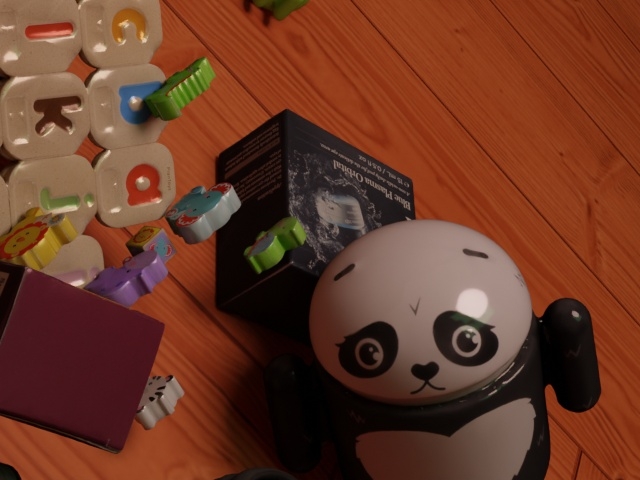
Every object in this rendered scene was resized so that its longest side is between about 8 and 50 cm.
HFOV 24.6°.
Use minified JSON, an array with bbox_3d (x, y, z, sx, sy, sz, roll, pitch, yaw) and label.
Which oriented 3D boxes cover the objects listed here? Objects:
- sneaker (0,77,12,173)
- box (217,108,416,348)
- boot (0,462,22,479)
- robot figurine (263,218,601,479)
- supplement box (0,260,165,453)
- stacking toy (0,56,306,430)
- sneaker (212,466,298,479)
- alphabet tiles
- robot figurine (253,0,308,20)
[{"bbox_3d":[-0.224,-0.161,1.088,0.121,0.099,0.262,4,63,-53],"label":"sneaker"},{"bbox_3d":[0.000,0.000,1.231,0.156,0.093,0.158,26,47,-36],"label":"box"},{"bbox_3d":[-0.290,0.138,0.769,0.161,0.246,0.083,86,-4,-60],"label":"boot"},{"bbox_3d":[0.087,0.117,1.121,0.209,0.173,0.278,-38,134,-29],"label":"robot figurine"},{"bbox_3d":[-0.194,0.058,0.861,0.104,0.188,0.081,28,77,-41],"label":"supplement box"},{"bbox_3d":[-0.107,0.002,1.032,0.221,0.052,0.167,-48,125,-29],"label":"stacking toy"},{"bbox_3d":[-0.012,0.273,0.967,0.296,0.147,0.104,52,34,-10],"label":"sneaker"},{"bbox_3d":[-0.216,-0.078,0.968,0.278,0.021,0.284,-14,105,-41],"label":"alphabet tiles"},{"bbox_3d":[-0.036,-0.266,1.407,0.101,0.067,0.115,29,44,-25],"label":"robot figurine"}]
